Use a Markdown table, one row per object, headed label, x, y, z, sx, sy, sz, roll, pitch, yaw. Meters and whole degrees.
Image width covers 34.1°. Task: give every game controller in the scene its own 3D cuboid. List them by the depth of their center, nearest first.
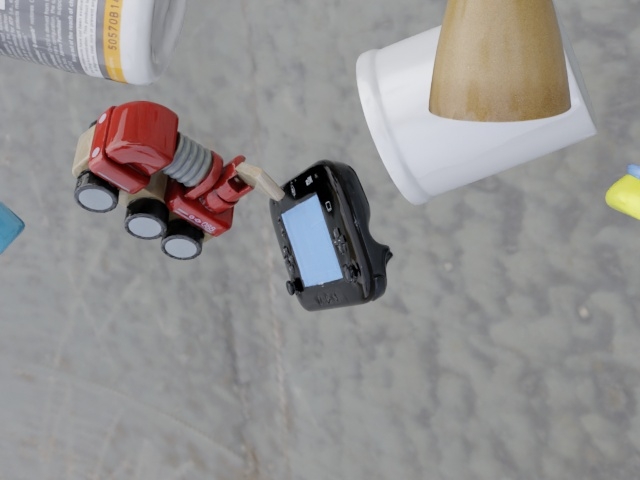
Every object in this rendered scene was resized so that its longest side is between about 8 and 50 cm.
| label | x | y | z | sx | sy | sz | roll | pitch | yaw |
| --- | --- | --- | --- | --- | --- | --- | --- | --- | --- |
| game controller | 0.000 | 0.000 | 1.258 | 0.166 | 0.067 | 0.319 | 64 | 163 | -1 |

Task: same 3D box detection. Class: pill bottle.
| label | x | y | z | sx | sy | sz | roll | pitch | yaw |
| --- | --- | --- | --- | --- | --- | --- | --- | --- | --- |
| pill bottle | -0.264 | -0.241 | 0.924 | 0.278 | 0.162 | 0.162 | 13 | 125 | 2 |

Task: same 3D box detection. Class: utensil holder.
| label | x | y | z | sx | sy | sz | roll | pitch | yaw |
| --- | --- | --- | --- | --- | --- | --- | --- | --- | --- |
| utensil holder | 0.311 | -0.286 | 2.055 | 0.385 | 0.327 | 0.328 | -20 | 89 | 18 |

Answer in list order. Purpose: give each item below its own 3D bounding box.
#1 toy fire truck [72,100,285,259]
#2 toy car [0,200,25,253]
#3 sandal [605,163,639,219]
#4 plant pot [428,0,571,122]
| label | x | y | z | sx | sy | sz | roll | pitch | yaw |
| --- | --- | --- | --- | --- | --- | --- | --- | --- | --- |
| toy fire truck | -0.165 | -0.088 | 1.321 | 0.246 | 0.217 | 0.158 | -29 | 43 | 34 |
| toy car | -0.452 | -0.005 | 1.043 | 0.219 | 0.210 | 0.238 | 42 | 152 | -11 |
| sandal | 0.488 | -0.048 | 1.152 | 0.317 | 0.126 | 0.138 | 19 | 98 | 0 |
| plant pot | 0.295 | -0.342 | 1.712 | 0.237 | 0.237 | 0.254 | 20 | 119 | 47 |
